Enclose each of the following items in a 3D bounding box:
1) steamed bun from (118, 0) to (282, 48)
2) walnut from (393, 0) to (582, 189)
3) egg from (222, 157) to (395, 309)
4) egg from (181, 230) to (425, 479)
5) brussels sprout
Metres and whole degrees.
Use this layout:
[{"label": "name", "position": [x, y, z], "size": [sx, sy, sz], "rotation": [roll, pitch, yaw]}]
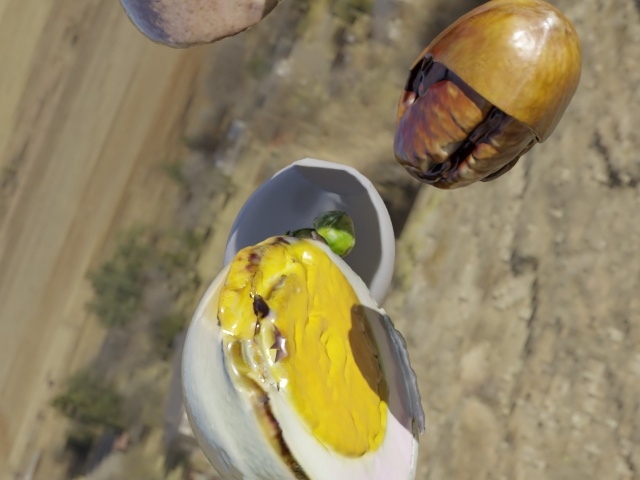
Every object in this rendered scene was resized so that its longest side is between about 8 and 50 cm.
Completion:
[{"label": "steamed bun", "position": [-0.124, -0.329, 1.495], "size": [0.199, 0.251, 0.301], "rotation": [-13, 36, 35]}, {"label": "walnut", "position": [0.113, -0.101, 1.193], "size": [0.207, 0.116, 0.116], "rotation": [-42, 31, 55]}, {"label": "egg", "position": [-0.015, 0.032, 1.728], "size": [0.176, 0.176, 0.232], "rotation": [-99, 23, -57]}, {"label": "egg", "position": [-0.042, 0.140, 1.457], "size": [0.174, 0.264, 0.286], "rotation": [-23, 0, 21]}, {"label": "brussels sprout", "position": [0.000, 0.001, 1.548], "size": [0.083, 0.051, 0.046], "rotation": [-22, 38, 52]}]
